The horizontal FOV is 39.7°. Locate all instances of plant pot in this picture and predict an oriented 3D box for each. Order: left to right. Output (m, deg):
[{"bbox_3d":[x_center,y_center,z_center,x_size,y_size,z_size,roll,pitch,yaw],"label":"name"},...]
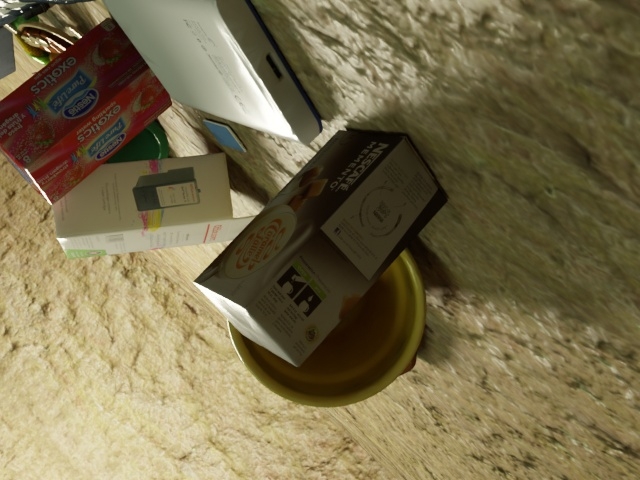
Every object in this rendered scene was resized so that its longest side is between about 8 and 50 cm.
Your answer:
[{"bbox_3d":[0.000,0.077,1.214,0.254,0.254,0.239,45,179,-5],"label":"plant pot"}]

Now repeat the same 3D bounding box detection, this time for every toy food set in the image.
[{"bbox_3d":[-0.452,-0.323,1.501,0.192,0.038,0.132,12,165,34],"label":"toy food set"}]

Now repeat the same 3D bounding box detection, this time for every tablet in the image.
[{"bbox_3d":[-0.147,-0.162,1.363,0.083,0.006,0.054,24,155,53],"label":"tablet"}]

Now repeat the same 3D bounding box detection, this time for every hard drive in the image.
[{"bbox_3d":[-0.147,-0.234,1.103,0.318,0.040,0.210,25,156,49],"label":"hard drive"}]

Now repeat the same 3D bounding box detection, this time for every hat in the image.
[{"bbox_3d":[-0.398,-0.228,1.668,0.183,0.173,0.208,63,180,38],"label":"hat"}]

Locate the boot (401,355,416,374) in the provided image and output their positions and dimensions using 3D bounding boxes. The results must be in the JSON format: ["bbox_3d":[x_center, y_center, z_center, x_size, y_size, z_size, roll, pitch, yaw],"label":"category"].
[{"bbox_3d":[0.036,0.127,1.462,0.283,0.109,0.220,39,165,11],"label":"boot"}]

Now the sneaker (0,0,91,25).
[{"bbox_3d":[-0.392,-0.341,1.151,0.350,0.131,0.148,12,157,18],"label":"sneaker"}]

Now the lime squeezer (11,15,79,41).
[{"bbox_3d":[-0.526,-0.399,1.607,0.310,0.059,0.110,40,165,18],"label":"lime squeezer"}]

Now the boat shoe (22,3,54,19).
[{"bbox_3d":[-0.539,-0.440,1.510,0.206,0.065,0.075,37,163,25],"label":"boat shoe"}]

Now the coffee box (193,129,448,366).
[{"bbox_3d":[0.000,0.000,0.957,0.098,0.246,0.141,51,164,-28],"label":"coffee box"}]

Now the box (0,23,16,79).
[{"bbox_3d":[-0.743,-0.453,1.684,0.312,0.179,0.343,59,163,-6],"label":"box"}]

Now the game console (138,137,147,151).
[{"bbox_3d":[-0.339,-0.170,1.779,0.124,0.085,0.144,4,-166,-38],"label":"game console"}]

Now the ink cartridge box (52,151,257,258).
[{"bbox_3d":[-0.263,-0.060,1.507,0.207,0.353,0.119,135,128,-75],"label":"ink cartridge box"}]

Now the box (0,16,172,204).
[{"bbox_3d":[-0.365,-0.196,1.348,0.122,0.257,0.128,42,164,17],"label":"box"}]
